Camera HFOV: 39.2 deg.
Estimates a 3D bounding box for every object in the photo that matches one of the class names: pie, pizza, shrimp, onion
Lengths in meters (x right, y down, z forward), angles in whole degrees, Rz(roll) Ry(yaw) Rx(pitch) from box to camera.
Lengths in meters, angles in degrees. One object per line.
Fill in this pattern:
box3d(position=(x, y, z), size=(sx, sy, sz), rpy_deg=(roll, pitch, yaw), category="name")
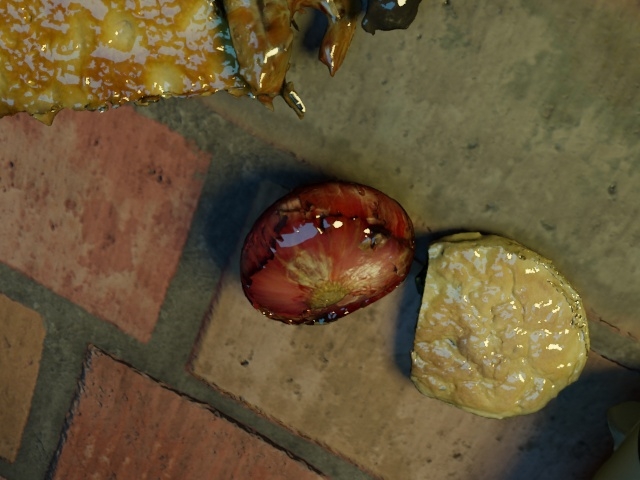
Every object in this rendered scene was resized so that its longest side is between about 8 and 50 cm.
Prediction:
box3d(position=(0.180, 0.096, 0.919), size=(0.185, 0.052, 0.218), rpy_deg=(15, 118, 15), category="pie")
box3d(position=(-0.224, -0.235, 0.872), size=(0.406, 0.130, 0.440), rpy_deg=(26, 117, -7), category="pizza")
box3d(position=(-0.022, -0.203, 0.802), size=(0.132, 0.051, 0.188), rpy_deg=(-2, 98, -14), category="shrimp")
box3d(position=(0.000, 0.000, 0.892), size=(0.184, 0.184, 0.147), rpy_deg=(-46, 52, 33), category="onion")

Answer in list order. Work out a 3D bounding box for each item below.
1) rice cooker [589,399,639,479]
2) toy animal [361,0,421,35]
box3d(position=(0.366, 0.279, 0.824), size=(0.316, 0.264, 0.317), rpy_deg=(7, 98, 57), category="rice cooker")
box3d(position=(0.121, -0.317, 0.700), size=(0.343, 0.106, 0.168), rpy_deg=(-32, 109, 37), category="toy animal")
